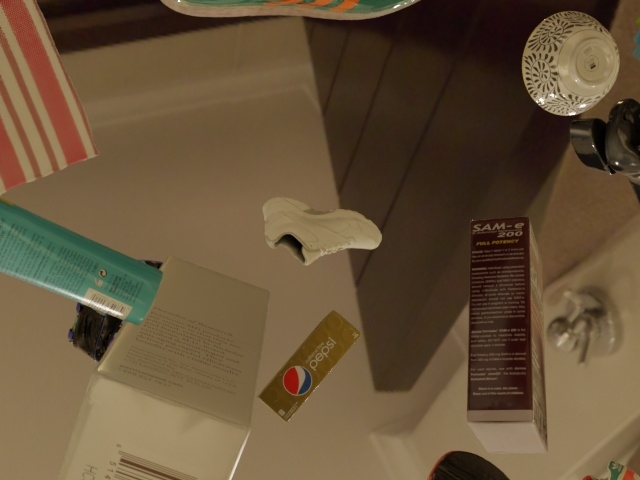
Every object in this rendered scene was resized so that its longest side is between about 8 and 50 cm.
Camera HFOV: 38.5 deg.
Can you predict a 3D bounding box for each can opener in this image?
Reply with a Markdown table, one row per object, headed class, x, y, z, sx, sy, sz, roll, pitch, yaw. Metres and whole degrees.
| class | x | y | z | sx | sy | sz | roll | pitch | yaw |
| --- | --- | --- | --- | --- | --- | --- | --- | --- | --- |
| can opener | 0.292 | -0.064 | 0.822 | 0.073 | 0.186 | 0.059 | 27 | -96 | 48 |

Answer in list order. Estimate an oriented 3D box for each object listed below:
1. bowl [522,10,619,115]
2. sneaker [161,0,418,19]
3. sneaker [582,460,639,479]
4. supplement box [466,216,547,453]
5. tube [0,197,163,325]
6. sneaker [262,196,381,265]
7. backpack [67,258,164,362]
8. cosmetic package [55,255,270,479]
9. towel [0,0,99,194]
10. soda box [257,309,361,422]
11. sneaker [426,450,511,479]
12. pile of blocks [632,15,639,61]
| class | x | y | z | sx | sy | sz | roll | pitch | yaw |
| --- | --- | --- | --- | --- | --- | --- | --- | --- | --- |
| bowl | 0.418 | -0.284 | 1.467 | 0.170 | 0.080 | 0.170 | -3 | -80 | -15 |
| sneaker | -0.002 | -0.261 | 0.818 | 0.302 | 0.121 | 0.108 | -9 | -91 | -9 |
| sneaker | 0.382 | 0.362 | 1.260 | 0.075 | 0.161 | 0.057 | 40 | -142 | 13 |
| supplement box | 0.213 | 0.108 | 1.037 | 0.073 | 0.130 | 0.239 | -5 | -118 | 19 |
| tube | -0.239 | 0.011 | 0.781 | 0.207 | 0.080 | 0.052 | 25 | -155 | -17 |
| sneaker | 0.000 | 0.000 | 1.705 | 0.232 | 0.090 | 0.115 | 10 | -119 | -9 |
| backpack | -0.315 | 0.107 | 1.496 | 0.117 | 0.173 | 0.158 | 19 | -173 | 40 |
| cosmetic package | -0.177 | 0.194 | 1.072 | 0.161 | 0.230 | 0.453 | 21 | -169 | -5 |
| towel | -0.289 | -0.098 | 0.710 | 0.197 | 0.029 | 0.144 | -25 | -73 | -22 |
| soda box | -0.018 | 0.196 | 1.437 | 0.061 | 0.058 | 0.181 | 41 | -101 | 2 |
| sneaker | 0.081 | 0.321 | 0.764 | 0.116 | 0.136 | 0.314 | 34 | -142 | 10 |
| pile of blocks | 0.334 | -0.170 | 0.846 | 0.149 | 0.112 | 0.362 | 31 | -138 | 5 |
